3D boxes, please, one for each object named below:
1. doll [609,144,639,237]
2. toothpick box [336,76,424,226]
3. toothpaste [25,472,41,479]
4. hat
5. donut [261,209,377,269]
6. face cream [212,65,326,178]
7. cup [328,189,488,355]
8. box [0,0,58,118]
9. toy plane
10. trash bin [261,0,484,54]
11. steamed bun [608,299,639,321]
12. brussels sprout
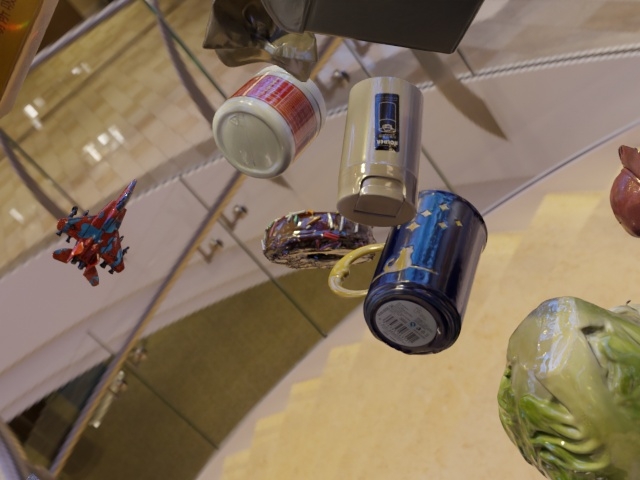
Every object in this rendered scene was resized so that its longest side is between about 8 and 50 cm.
[{"bbox_3d":[0.620,-0.108,1.434,0.256,0.196,0.152,-27,7,27],"label":"doll"},{"bbox_3d":[0.083,-0.118,1.141,0.111,0.111,0.180,-14,60,41],"label":"toothpick box"},{"bbox_3d":[-0.294,0.435,1.135,0.075,0.301,0.048,-55,1,3],"label":"toothpaste"},{"bbox_3d":[-0.080,-0.313,1.250,0.173,0.166,0.144,-87,6,-72],"label":"hat"},{"bbox_3d":[0.000,0.000,1.880,0.270,0.270,0.103,-14,74,41],"label":"donut"},{"bbox_3d":[-0.113,-0.264,1.869,0.201,0.201,0.187,-15,26,40],"label":"face cream"},{"bbox_3d":[0.152,0.075,1.452,0.255,0.178,0.256,-35,19,40],"label":"cup"},{"bbox_3d":[-0.639,-0.388,1.280,0.264,0.415,0.115,-58,12,20],"label":"box"},{"bbox_3d":[-0.347,-0.024,1.342,0.061,0.130,0.189,-23,35,46],"label":"toy plane"},{"bbox_3d":[0.051,-0.284,0.868,0.176,0.236,0.101,114,164,-65],"label":"trash bin"},{"bbox_3d":[0.567,0.285,1.644,0.394,0.237,0.346,-25,-19,-22],"label":"steamed bun"},{"bbox_3d":[0.427,0.244,1.313,0.281,0.354,0.289,-45,30,-7],"label":"brussels sprout"}]
